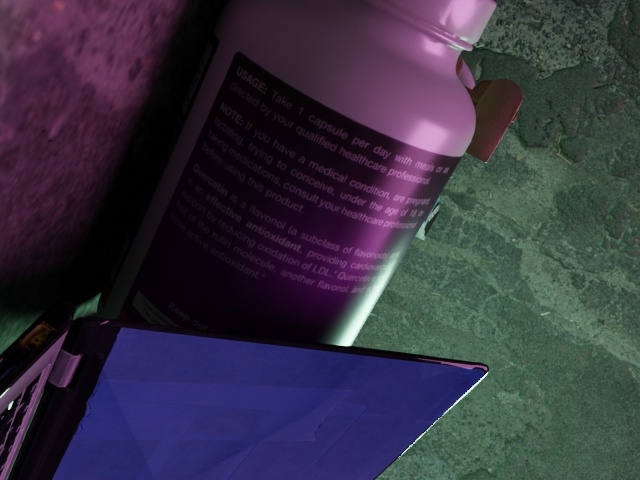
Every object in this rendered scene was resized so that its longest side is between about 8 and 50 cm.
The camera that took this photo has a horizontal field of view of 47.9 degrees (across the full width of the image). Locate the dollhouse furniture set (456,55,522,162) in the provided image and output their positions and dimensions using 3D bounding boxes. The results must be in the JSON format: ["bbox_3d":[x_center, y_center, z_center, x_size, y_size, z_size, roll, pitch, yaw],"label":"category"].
[{"bbox_3d":[0.141,-0.228,0.886,0.161,0.242,0.212,-61,178,14],"label":"dollhouse furniture set"}]

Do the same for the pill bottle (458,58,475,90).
[{"bbox_3d":[0.168,-0.254,1.342,0.229,0.229,0.408,-61,178,14],"label":"pill bottle"}]

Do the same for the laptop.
[{"bbox_3d":[-0.133,0.244,0.413,0.382,0.236,0.408,-57,-179,36],"label":"laptop"}]

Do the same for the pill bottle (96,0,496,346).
[{"bbox_3d":[-0.017,-0.040,0.493,0.323,0.181,0.181,-61,178,20],"label":"pill bottle"}]

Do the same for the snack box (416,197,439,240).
[{"bbox_3d":[0.084,-0.106,1.069,0.060,0.187,0.322,-60,166,-10],"label":"snack box"}]
